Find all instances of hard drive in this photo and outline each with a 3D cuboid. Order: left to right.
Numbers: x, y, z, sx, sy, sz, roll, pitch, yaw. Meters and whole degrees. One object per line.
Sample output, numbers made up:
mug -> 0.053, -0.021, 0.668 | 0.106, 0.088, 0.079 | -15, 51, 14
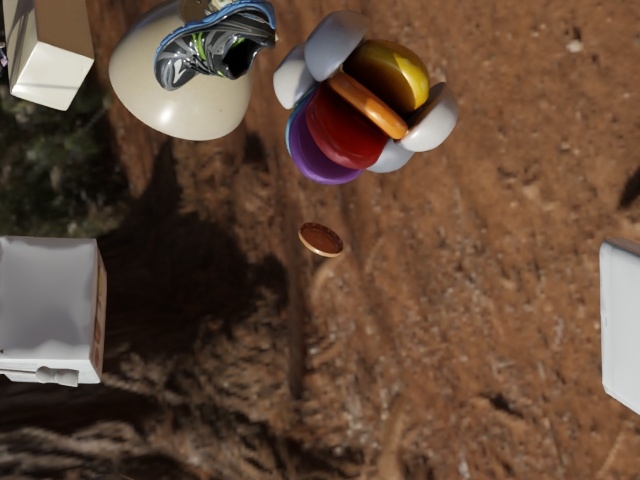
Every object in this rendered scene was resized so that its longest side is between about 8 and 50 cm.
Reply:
hard drive -> 0.411, 0.127, 1.351 | 0.307, 0.040, 0.203 | -142, 46, -70

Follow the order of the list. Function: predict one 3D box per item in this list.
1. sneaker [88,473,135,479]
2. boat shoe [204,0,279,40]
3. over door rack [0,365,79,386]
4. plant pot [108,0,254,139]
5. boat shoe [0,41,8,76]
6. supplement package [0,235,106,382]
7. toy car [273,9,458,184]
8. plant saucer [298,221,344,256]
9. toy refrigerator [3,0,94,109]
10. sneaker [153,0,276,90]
sneaker -> -0.140, 0.263, 0.972 | 0.125, 0.104, 0.262 | 53, 172, 49
boat shoe -> -0.180, -0.422, 1.983 | 0.285, 0.089, 0.104 | 48, -178, 10
over door rack -> -0.489, 0.269, 1.541 | 0.108, 0.324, 0.239 | 162, 115, -81
plant pot -> -0.241, -0.360, 2.272 | 0.191, 0.284, 0.284 | -55, 44, 45
boat shoe -> -0.462, -0.286, 1.538 | 0.340, 0.158, 0.127 | -28, 29, 57
supplement package -> -0.418, 0.111, 1.854 | 0.203, 0.149, 0.194 | 110, 161, -74
toy car -> 0.028, -0.117, 1.139 | 0.136, 0.159, 0.182 | -59, 14, -23
plant saucer -> 0.000, 0.000, 2.028 | 0.013, 0.083, 0.083 | -62, 34, 30
toy refrigerator -> -0.397, -0.319, 1.734 | 0.102, 0.094, 0.269 | -53, 38, 32
sneaker -> -0.128, -0.222, 1.415 | 0.188, 0.067, 0.078 | -22, 70, 33
